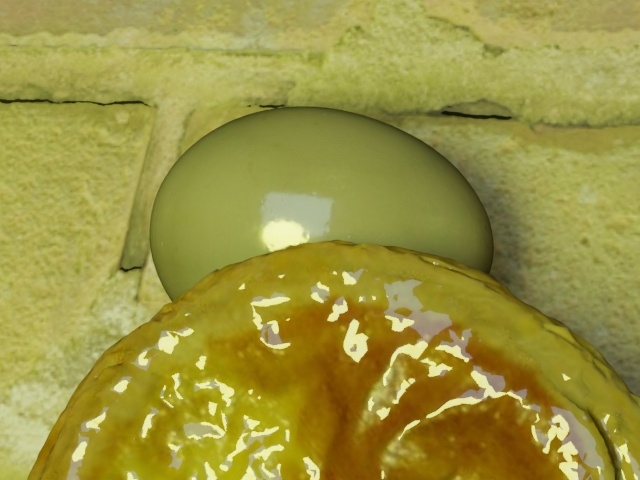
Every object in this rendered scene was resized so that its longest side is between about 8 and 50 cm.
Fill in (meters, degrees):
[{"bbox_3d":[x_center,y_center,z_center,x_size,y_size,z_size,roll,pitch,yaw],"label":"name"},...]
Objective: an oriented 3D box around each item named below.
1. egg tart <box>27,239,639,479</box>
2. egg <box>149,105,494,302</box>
[{"bbox_3d":[0.023,0.225,1.123,0.443,0.178,0.443,-3,75,10],"label":"egg tart"},{"bbox_3d":[0.000,0.000,1.264,0.242,0.186,0.186,7,68,7],"label":"egg"}]
